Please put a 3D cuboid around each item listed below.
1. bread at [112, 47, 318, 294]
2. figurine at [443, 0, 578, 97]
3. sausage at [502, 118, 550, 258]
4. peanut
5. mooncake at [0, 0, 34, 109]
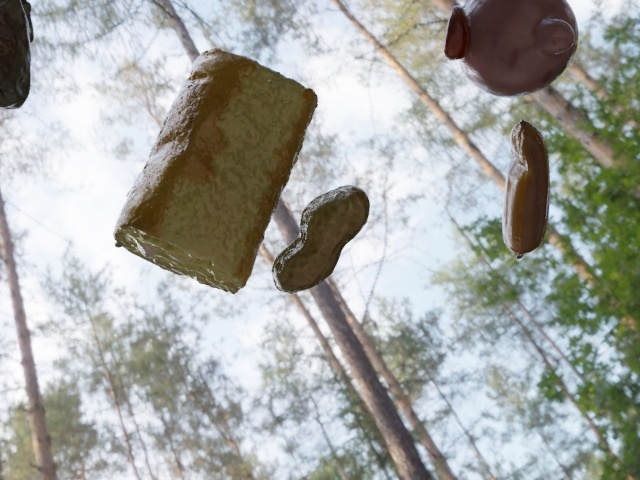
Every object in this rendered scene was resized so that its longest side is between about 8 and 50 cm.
[{"bbox_3d":[-0.173,-0.117,1.410,0.237,0.375,0.165,22,-22,-8],"label":"bread"},{"bbox_3d":[0.264,-0.277,1.156,0.173,0.173,0.173,-14,-51,-17],"label":"figurine"},{"bbox_3d":[0.238,-0.057,0.978,0.054,0.062,0.183,-7,-62,-5],"label":"sausage"},{"bbox_3d":[-0.002,-0.001,1.238,0.089,0.089,0.192,28,-82,-39],"label":"peanut"},{"bbox_3d":[-0.366,-0.198,0.890,0.125,0.129,0.073,-7,-9,12],"label":"mooncake"}]
